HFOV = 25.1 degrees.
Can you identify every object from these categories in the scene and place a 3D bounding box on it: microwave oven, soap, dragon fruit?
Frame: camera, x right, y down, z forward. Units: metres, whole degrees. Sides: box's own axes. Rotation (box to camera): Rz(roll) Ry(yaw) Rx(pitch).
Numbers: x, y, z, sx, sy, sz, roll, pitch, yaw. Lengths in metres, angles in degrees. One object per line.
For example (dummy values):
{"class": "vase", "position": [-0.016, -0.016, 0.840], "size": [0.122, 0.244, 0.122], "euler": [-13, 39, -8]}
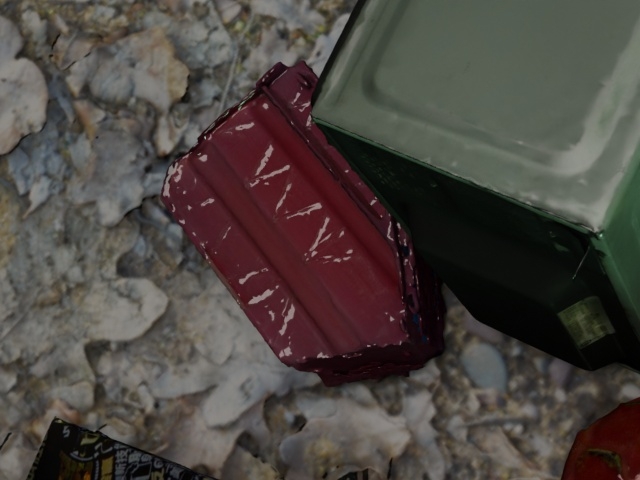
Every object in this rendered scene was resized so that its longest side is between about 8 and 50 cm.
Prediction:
{"class": "microwave oven", "position": [0.166, -0.092, 0.948], "size": [0.218, 0.355, 0.286], "euler": [24, 82, 25]}
{"class": "soap", "position": [0.000, 0.000, 1.119], "size": [0.162, 0.099, 0.250], "euler": [-39, 63, 4]}
{"class": "dragon fruit", "position": [0.225, 0.167, 0.969], "size": [0.136, 0.133, 0.166], "euler": [31, 90, -14]}

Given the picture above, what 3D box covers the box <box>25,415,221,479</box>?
{"class": "box", "position": [-0.116, 0.259, 1.020], "size": [0.310, 0.084, 0.198], "euler": [11, 75, 46]}
